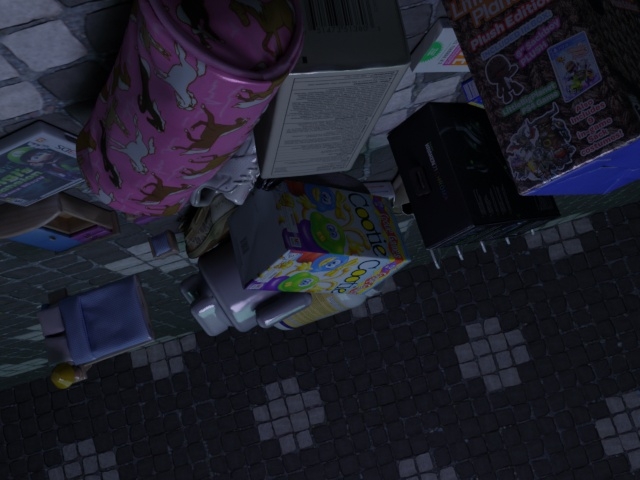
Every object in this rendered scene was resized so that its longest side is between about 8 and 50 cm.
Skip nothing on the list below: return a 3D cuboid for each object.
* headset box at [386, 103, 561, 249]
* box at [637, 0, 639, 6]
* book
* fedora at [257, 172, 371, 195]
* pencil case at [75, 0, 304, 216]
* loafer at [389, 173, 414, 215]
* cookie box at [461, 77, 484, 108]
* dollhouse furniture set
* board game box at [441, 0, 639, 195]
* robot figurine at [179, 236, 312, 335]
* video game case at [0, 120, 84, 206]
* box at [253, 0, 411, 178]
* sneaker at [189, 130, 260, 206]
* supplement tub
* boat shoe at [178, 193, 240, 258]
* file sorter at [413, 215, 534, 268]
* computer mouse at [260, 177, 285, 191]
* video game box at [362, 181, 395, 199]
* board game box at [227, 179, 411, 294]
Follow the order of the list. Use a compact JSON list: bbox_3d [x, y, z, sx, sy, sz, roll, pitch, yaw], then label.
[{"bbox_3d":[0.291,-0.125,1.224,0.283,0.246,0.131,-8,164,-36],"label":"headset box"},{"bbox_3d":[0.454,-0.309,0.977,0.261,0.103,0.184,-26,167,37],"label":"box"},{"bbox_3d":[0.212,-0.288,0.928,0.144,0.035,0.096,-9,162,-24],"label":"book"},{"bbox_3d":[-0.031,-0.090,1.230,0.244,0.124,0.275,-24,154,19],"label":"fedora"},{"bbox_3d":[-0.164,-0.154,0.696,0.160,0.167,0.386,9,157,-25],"label":"pencil case"},{"bbox_3d":[0.218,-0.104,1.570,0.102,0.092,0.268,-16,167,-5],"label":"loafer"},{"bbox_3d":[0.314,-0.272,1.096,0.107,0.040,0.092,-26,165,38],"label":"cookie box"},{"bbox_3d":[-0.385,0.075,1.085,0.286,0.303,0.198,-19,168,8],"label":"dollhouse furniture set"},{"bbox_3d":[0.300,-0.212,0.761,0.232,0.291,0.141,-5,162,-45],"label":"board game box"},{"bbox_3d":[-0.134,0.068,1.428,0.353,0.300,0.199,-31,141,-7],"label":"robot figurine"},{"bbox_3d":[-0.418,-0.104,0.917,0.190,0.022,0.173,-20,167,15],"label":"video game case"},{"bbox_3d":[-0.005,-0.192,0.809,0.148,0.121,0.311,-7,167,-13],"label":"box"},{"bbox_3d":[-0.122,-0.118,1.019,0.232,0.115,0.090,-22,166,22],"label":"sneaker"},{"bbox_3d":[-0.006,0.106,1.848,0.331,0.241,0.241,-22,166,23],"label":"supplement tub"},{"bbox_3d":[-0.232,-0.038,1.335,0.104,0.089,0.285,-40,-176,-33],"label":"boat shoe"},{"bbox_3d":[0.415,-0.062,1.706,0.278,0.173,0.193,-21,-172,16],"label":"file sorter"},{"bbox_3d":[-0.025,-0.144,1.048,0.242,0.041,0.071,-37,174,-48],"label":"computer mouse"},{"bbox_3d":[0.048,-0.082,1.554,0.187,0.048,0.205,-9,165,-36],"label":"video game box"},{"bbox_3d":[0.000,0.000,1.115,0.275,0.144,0.142,6,146,-40],"label":"board game box"}]
